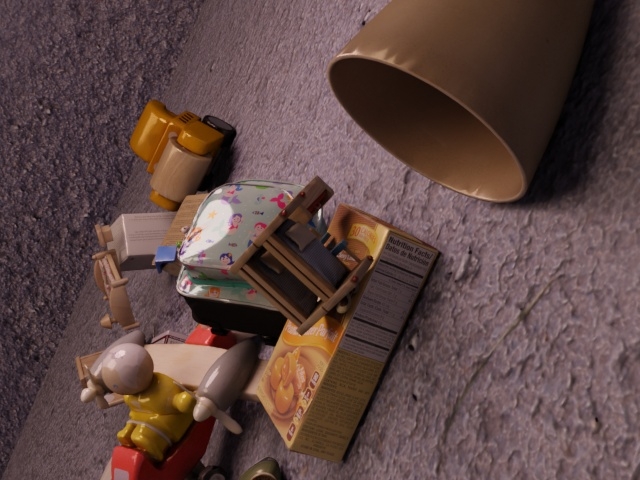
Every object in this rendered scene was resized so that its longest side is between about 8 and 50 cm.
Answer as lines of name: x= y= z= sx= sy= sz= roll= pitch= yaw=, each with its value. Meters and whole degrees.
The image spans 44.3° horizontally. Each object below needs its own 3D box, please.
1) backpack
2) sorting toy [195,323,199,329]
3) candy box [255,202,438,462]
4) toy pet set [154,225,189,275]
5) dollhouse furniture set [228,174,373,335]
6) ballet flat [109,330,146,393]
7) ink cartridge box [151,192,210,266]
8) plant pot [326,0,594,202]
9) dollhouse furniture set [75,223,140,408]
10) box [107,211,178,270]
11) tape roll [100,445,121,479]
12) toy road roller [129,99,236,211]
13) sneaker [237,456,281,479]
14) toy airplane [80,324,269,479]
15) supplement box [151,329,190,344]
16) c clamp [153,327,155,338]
backpack: x=-0.102 y=0.012 z=1.274 sx=0.191 sy=0.225 sz=0.253 roll=78 pitch=-154 yaw=-47
sorting toy: x=-0.272 y=0.164 z=1.666 sx=0.365 sy=0.126 sz=0.127 roll=-66 pitch=23 yaw=4
candy box: x=0.027 y=0.120 z=1.091 sx=0.316 sy=0.088 sz=0.183 roll=-67 pitch=24 yaw=6
toy pet set: x=-0.327 y=0.021 z=1.702 sx=0.122 sy=0.065 sz=0.114 roll=-38 pitch=34 yaw=36
dollhouse furniture set: x=0.000 y=0.000 z=1.035 sx=0.129 sy=0.129 sz=0.183 roll=-45 pitch=3 yaw=39
ballet flat: x=-0.541 y=0.347 z=2.199 sx=0.249 sy=0.058 sz=0.084 roll=-59 pitch=21 yaw=33
ink cartridge box: x=-0.280 y=-0.008 z=1.824 sx=0.235 sy=0.088 sz=0.193 roll=2 pitch=65 yaw=60
plant pot: x=0.187 y=-0.227 z=0.885 sx=0.274 sy=0.256 sz=0.256 roll=-56 pitch=21 yaw=-10
dollhouse furniture set: x=-0.541 y=0.186 z=1.926 sx=0.303 sy=0.174 sz=0.355 roll=-138 pitch=35 yaw=-58
box: x=-0.464 y=0.005 z=2.115 sx=0.182 sy=0.181 sz=0.119 roll=-29 pitch=68 yaw=56
tape roll: x=-0.400 y=0.574 z=1.628 sx=0.286 sy=0.100 sz=0.286 roll=-46 pitch=33 yaw=41
toy road roller: x=-0.388 y=-0.239 z=2.043 sx=0.202 sy=0.241 sz=0.329 roll=-60 pitch=3 yaw=19
sneaker: x=-0.115 y=0.409 z=1.191 sx=0.192 sy=0.064 sz=0.086 roll=-57 pitch=3 yaw=15
toy airplane: x=-0.249 y=0.231 z=1.364 sx=0.386 sy=0.272 sz=0.384 roll=-42 pitch=41 yaw=15
supplement box: x=-0.362 y=0.334 z=1.781 sx=0.130 sy=0.073 sz=0.239 roll=-29 pitch=44 yaw=57
c clamp: x=-0.472 y=0.332 z=2.099 sx=0.160 sy=0.022 sz=0.137 roll=-46 pitch=37 yaw=39
